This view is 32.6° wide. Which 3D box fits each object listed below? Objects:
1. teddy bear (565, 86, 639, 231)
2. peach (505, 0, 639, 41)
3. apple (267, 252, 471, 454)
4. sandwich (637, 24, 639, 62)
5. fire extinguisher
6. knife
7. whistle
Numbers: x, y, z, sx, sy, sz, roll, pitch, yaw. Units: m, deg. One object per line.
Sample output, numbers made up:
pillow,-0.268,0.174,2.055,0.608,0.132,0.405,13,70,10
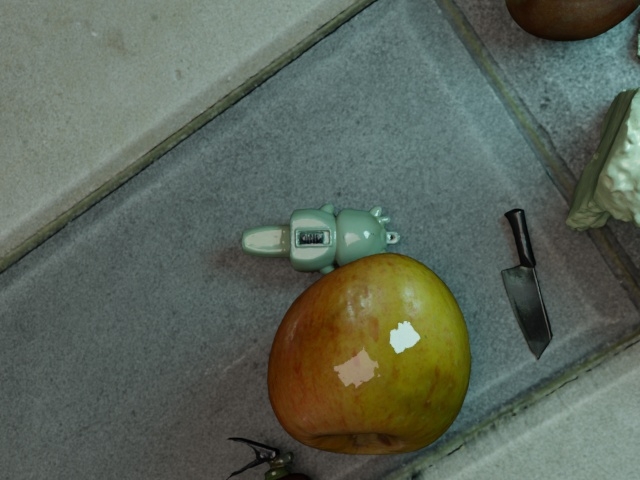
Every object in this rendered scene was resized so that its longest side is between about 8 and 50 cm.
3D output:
teddy bear,0.539,-0.058,1.434,0.362,0.375,0.327,23,89,7
peach,0.362,-0.413,1.563,0.252,0.252,0.252,-1,87,18
apple,0.071,0.166,1.594,0.299,0.299,0.275,-9,69,17
sandwich,0.501,-0.303,1.609,0.093,0.036,0.105,-31,77,15
fire extinguisher,-0.054,0.459,1.707,0.138,0.102,0.344,-23,80,17
knife,0.307,0.067,1.660,0.060,0.028,0.230,-15,85,29
whistle,0.000,0.001,1.718,0.253,0.106,0.102,-3,55,11
